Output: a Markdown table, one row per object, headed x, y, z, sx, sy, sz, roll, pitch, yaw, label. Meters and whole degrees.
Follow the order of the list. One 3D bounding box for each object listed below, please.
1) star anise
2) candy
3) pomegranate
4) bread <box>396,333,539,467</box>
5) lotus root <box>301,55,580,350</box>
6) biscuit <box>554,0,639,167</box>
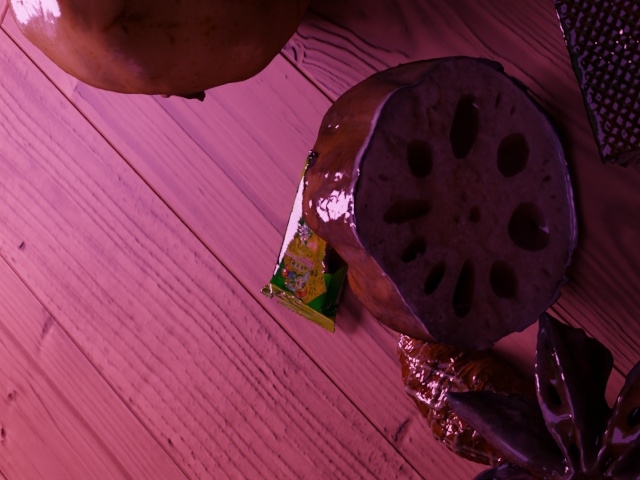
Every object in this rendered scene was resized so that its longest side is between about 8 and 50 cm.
| x | y | z | sx | sy | sz | roll | pitch | yaw | label |
| --- | --- | --- | --- | --- | --- | --- | --- | --- | --- |
| 0.258 | 0.217 | 1.479 | 0.332 | 0.117 | 0.331 | 2 | 97 | 19 | star anise |
| -0.001 | 0.000 | 1.749 | 0.102 | 0.032 | 0.178 | 32 | 115 | 34 | candy |
| -0.166 | -0.296 | 1.675 | 0.332 | 0.332 | 0.332 | 6 | 99 | 40 | pomegranate |
| 0.147 | 0.161 | 1.614 | 0.233 | 0.076 | 0.105 | 37 | 116 | 34 | bread |
| 0.092 | -0.032 | 1.542 | 0.192 | 0.272 | 0.272 | -3 | 93 | 51 | lotus root |
| 0.279 | -0.188 | 1.459 | 0.106 | 0.070 | 0.252 | -20 | 82 | 42 | biscuit |
